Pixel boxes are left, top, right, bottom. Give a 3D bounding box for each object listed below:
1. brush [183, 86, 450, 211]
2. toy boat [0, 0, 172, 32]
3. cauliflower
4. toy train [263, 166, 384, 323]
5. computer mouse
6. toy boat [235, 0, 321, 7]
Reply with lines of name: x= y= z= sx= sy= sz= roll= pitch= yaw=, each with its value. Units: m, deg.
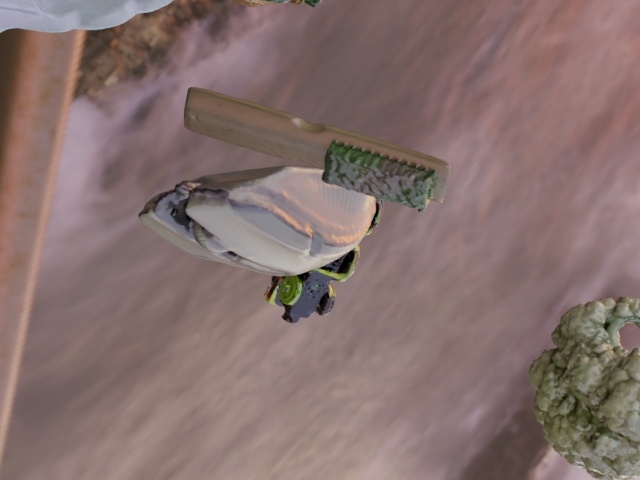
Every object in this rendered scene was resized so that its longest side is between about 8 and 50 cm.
brush: x=-0.010 y=-0.090 z=1.223 sx=0.048 sy=0.282 sz=0.054 roll=-59 pitch=163 yaw=-49
toy boat: x=-0.238 y=-0.299 z=1.191 sx=0.290 sy=0.199 sz=0.100 roll=-28 pitch=-172 yaw=-11
cauliflower: x=0.431 y=0.196 z=1.752 sx=0.281 sy=0.260 sz=0.327 roll=-46 pitch=-169 yaw=-10
toy train: x=0.000 y=0.000 z=2.105 sx=0.101 sy=0.160 sz=0.296 roll=18 pitch=110 yaw=-33
computer mouse: x=-0.070 y=-0.021 z=1.753 sx=0.429 sy=0.228 sz=0.145 roll=1 pitch=84 yaw=-54
toy boat: x=-0.100 y=-0.395 z=1.755 sx=0.088 sy=0.088 sz=0.229 roll=-25 pitch=140 yaw=36
